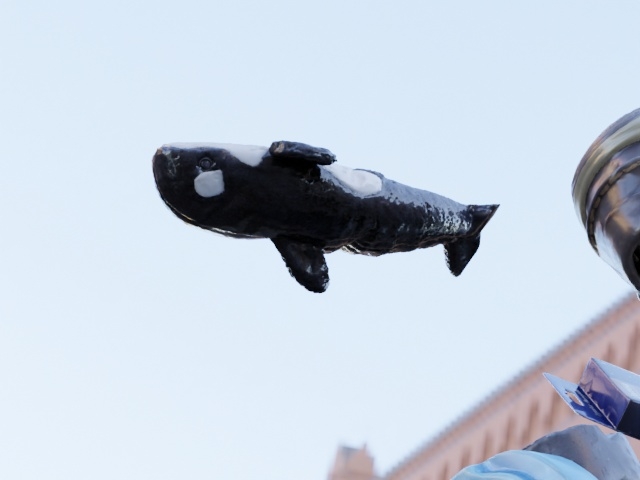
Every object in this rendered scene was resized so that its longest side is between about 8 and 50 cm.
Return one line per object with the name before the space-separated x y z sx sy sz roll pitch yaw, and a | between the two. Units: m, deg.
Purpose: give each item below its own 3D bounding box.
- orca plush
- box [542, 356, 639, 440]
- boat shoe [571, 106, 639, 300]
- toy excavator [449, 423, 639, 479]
orca plush | 0.000 0.000 1.540 0.287 0.102 0.151 17 -20 -32
box | 0.318 0.162 1.721 0.225 0.036 0.136 21 9 -11
boat shoe | 0.307 0.045 1.095 0.355 0.130 0.132 19 -57 -7
toy excavator | -0.012 0.294 1.268 0.445 0.222 0.433 16 -49 -40
